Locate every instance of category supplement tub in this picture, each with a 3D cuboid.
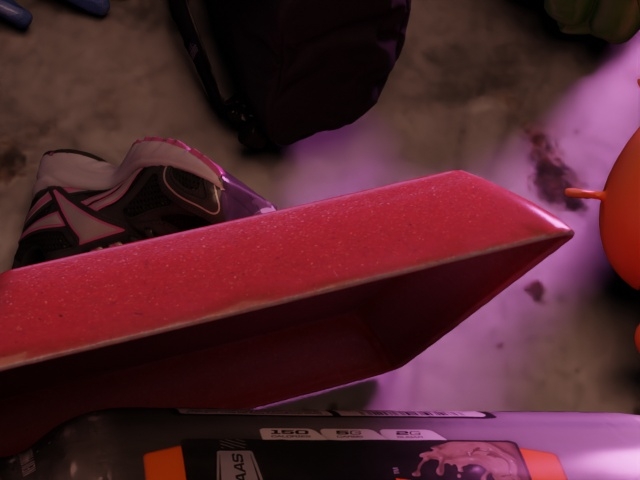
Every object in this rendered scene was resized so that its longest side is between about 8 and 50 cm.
[{"bbox_3d":[-0.004,0.176,0.796,0.338,0.207,0.207,1,63,-12],"label":"supplement tub"}]

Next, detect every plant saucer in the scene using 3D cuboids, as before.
[{"bbox_3d":[-0.051,0.040,0.825,0.259,0.258,0.047,-12,77,-18],"label":"plant saucer"}]

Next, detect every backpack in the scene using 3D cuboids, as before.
[{"bbox_3d":[-0.019,-0.162,1.020,0.115,0.152,0.182,-7,52,-22],"label":"backpack"}]

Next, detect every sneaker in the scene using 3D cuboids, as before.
[{"bbox_3d":[-0.092,0.001,0.910,0.072,0.178,0.077,32,70,-30],"label":"sneaker"}]

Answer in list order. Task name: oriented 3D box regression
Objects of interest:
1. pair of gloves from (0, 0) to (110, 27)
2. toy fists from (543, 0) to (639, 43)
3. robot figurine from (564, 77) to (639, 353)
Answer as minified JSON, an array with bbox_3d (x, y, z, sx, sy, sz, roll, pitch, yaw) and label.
[{"bbox_3d":[-0.173,-0.212,1.069,0.159,0.023,0.198,16,60,-4],"label":"pair of gloves"},{"bbox_3d":[0.222,-0.159,1.090,0.279,0.096,0.142,27,50,4],"label":"toy fists"},{"bbox_3d":[0.243,0.003,0.988,0.219,0.158,0.128,34,21,6],"label":"robot figurine"}]
